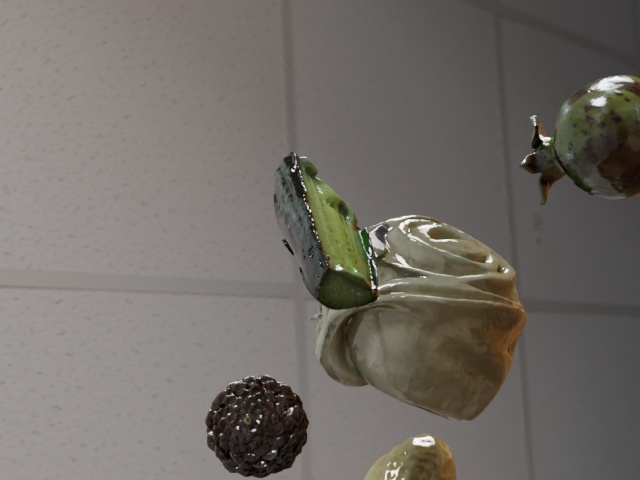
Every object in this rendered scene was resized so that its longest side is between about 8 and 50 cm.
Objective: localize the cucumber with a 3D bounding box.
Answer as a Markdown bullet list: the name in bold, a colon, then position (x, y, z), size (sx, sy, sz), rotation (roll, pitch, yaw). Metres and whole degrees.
- **cucumber**: position (0.000, 0.000, 1.282), size (0.115, 0.086, 0.193), rotation (39, -163, -37)

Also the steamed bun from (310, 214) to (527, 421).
- **steamed bun**: position (0.160, 0.091, 1.780), size (0.367, 0.343, 0.255), rotation (-74, -9, -57)

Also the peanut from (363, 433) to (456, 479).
- **peanut**: position (0.129, 0.458, 1.892), size (0.152, 0.152, 0.313), rotation (55, -137, -24)

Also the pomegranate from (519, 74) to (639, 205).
- **pomegranate**: position (0.308, -0.113, 1.254), size (0.148, 0.169, 0.148), rotation (-7, -90, -65)

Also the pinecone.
- **pinecone**: position (-0.096, 0.298, 1.797), size (0.165, 0.163, 0.162), rotation (58, -149, -77)
